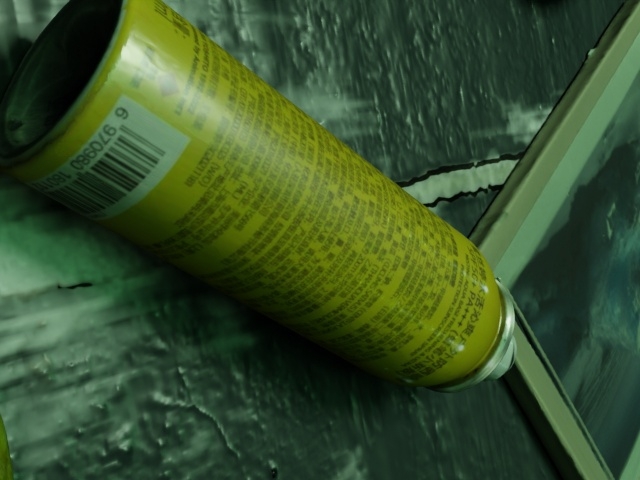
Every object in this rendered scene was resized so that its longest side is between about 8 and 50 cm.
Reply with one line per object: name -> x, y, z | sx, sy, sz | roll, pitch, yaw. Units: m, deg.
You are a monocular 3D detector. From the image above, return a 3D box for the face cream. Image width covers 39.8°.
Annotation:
face cream -> 0.000, 0.000, 0.491 | 0.349, 0.105, 0.105 | 33, 63, -37

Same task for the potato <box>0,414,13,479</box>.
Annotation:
potato -> -0.196, 0.053, 0.258 | 0.253, 0.149, 0.186 | 52, 54, -28

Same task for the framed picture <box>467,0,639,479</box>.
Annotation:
framed picture -> 0.289, 0.011, 0.833 | 0.326, 0.028, 0.446 | 57, 50, -23
